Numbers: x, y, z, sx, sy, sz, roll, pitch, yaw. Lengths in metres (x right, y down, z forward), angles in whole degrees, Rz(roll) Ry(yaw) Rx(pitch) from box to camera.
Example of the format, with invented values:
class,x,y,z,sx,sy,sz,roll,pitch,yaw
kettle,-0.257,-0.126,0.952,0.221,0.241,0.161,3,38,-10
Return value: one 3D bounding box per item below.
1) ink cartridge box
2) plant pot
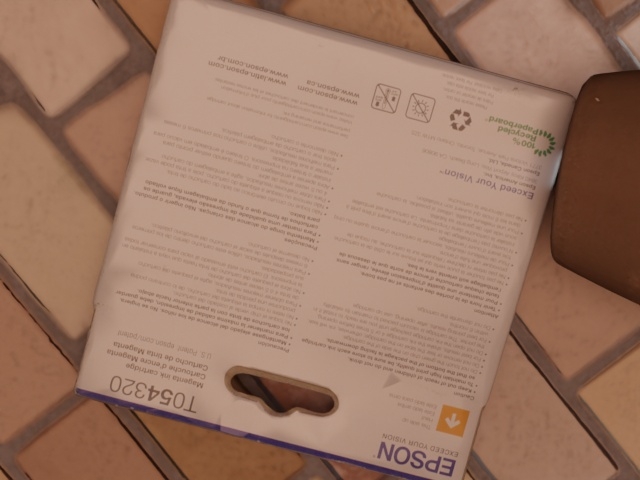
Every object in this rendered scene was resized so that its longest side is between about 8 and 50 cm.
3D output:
class,x,y,z,sx,sy,sz,roll,pitch,yaw
ink cartridge box,0.000,0.000,1.142,0.324,0.071,0.330,15,99,-4
plant pot,0.299,-0.030,1.078,0.229,0.263,0.263,11,96,15
